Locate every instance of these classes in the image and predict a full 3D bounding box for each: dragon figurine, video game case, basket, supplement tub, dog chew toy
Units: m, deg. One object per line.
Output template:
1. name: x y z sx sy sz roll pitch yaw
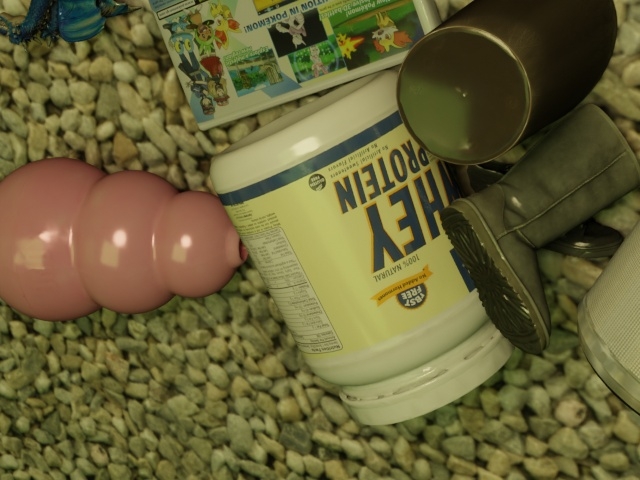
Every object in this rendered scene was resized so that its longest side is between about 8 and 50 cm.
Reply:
1. dragon figurine: -0.272 -0.289 1.337 0.289 0.085 0.144 7 123 32
2. video game case: -0.054 -0.307 1.268 0.329 0.036 0.299 -15 102 29
3. basket: 0.173 -0.165 1.097 0.154 0.227 0.204 45 121 4
4. supplement tub: 0.052 0.008 1.215 0.235 0.235 0.324 -21 102 31
5. dog chew toy: -0.249 0.002 1.395 0.332 0.206 0.206 2 110 18

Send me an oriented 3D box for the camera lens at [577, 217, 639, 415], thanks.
1. camera lens: 0.393 0.043 1.071 0.219 0.219 0.274 34 121 11

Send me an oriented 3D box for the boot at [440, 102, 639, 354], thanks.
1. boot: 0.241 -0.013 1.142 0.076 0.208 0.189 -9 110 62

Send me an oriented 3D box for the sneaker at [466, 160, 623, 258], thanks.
1. sneaker: 0.241 -0.039 1.215 0.170 0.051 0.089 11 118 26
